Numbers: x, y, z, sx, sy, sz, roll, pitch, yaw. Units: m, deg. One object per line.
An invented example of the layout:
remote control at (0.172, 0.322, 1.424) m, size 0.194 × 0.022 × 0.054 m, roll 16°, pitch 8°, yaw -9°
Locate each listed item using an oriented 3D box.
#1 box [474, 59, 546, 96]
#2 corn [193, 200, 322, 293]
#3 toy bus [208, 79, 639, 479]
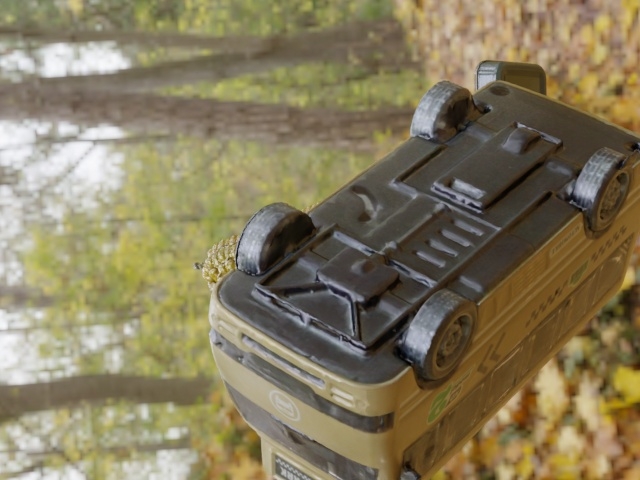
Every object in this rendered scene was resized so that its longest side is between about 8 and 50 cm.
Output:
box at (0.193, -0.118, 1.386) m, size 0.031 × 0.091 × 0.126 m, roll 3°, pitch 94°, yaw 45°
corn at (0.001, 0.005, 1.568) m, size 0.102 × 0.313 × 0.102 m, roll 40°, pitch -142°, yaw -40°
toy bus at (0.091, 0.035, 1.023) m, size 0.177 × 0.365 × 0.202 m, roll 28°, pitch 136°, yaw 30°
